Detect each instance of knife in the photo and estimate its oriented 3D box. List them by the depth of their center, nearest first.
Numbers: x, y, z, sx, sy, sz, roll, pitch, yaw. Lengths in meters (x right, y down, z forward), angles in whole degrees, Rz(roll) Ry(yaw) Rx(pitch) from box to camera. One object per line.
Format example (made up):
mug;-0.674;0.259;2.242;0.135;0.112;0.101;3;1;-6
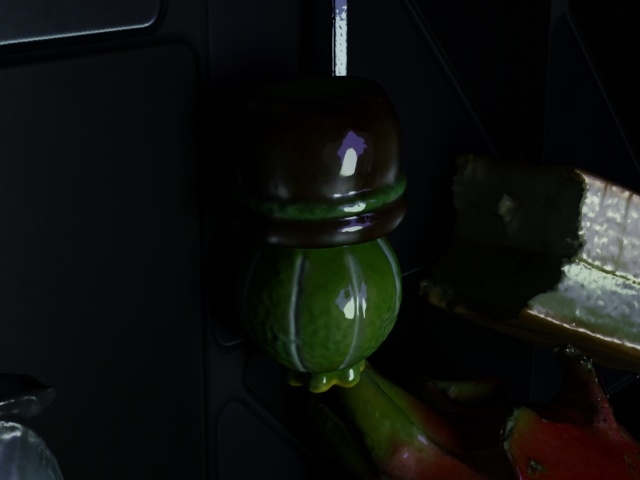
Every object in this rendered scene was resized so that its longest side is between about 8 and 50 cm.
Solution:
knife;0.006;-0.064;0.726;0.015;0.028;0.210;-7;108;-18

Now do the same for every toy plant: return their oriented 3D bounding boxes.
toy plant;0.000;0.000;0.684;0.093;0.092;0.162;-22;117;-48

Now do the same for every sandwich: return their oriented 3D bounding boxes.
sandwich;0.156;0.016;0.886;0.186;0.220;0.108;20;86;-16

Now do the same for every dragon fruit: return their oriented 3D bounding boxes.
dragon fruit;0.115;0.159;0.802;0.198;0.269;0.200;-52;169;1

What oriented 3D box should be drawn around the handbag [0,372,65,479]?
handbag;-0.191;0.218;0.522;0.332;0.075;0.192;-49;131;-28
